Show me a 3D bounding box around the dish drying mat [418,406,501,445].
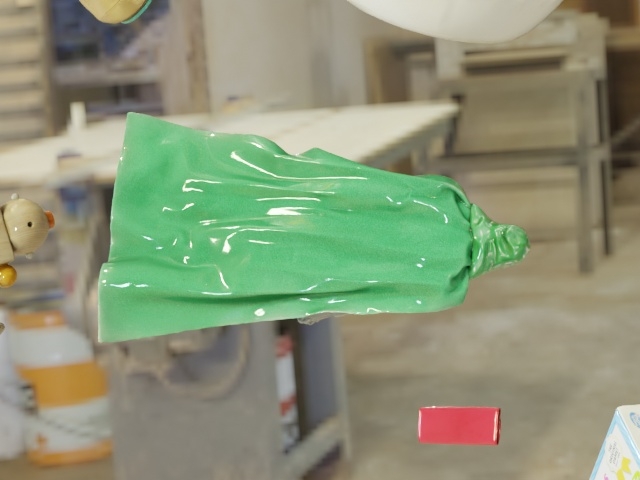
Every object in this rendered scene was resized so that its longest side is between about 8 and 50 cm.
[{"bbox_3d":[0.118,0.158,1.467,0.083,0.032,0.008,-4,-15,40],"label":"dish drying mat"}]

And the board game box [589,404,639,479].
[{"bbox_3d":[0.133,0.158,0.717,0.026,0.154,0.103,-3,43,-17],"label":"board game box"}]

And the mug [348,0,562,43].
[{"bbox_3d":[0.089,-0.354,1.346,0.374,0.328,0.276,30,30,29],"label":"mug"}]

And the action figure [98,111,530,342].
[{"bbox_3d":[0.000,0.000,0.960,0.232,0.137,0.063,3,-16,8],"label":"action figure"}]

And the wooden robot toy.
[{"bbox_3d":[-0.212,-0.012,1.098,0.079,0.173,0.076,-15,-1,-28],"label":"wooden robot toy"}]

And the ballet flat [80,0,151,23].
[{"bbox_3d":[-0.204,-0.253,1.502,0.073,0.080,0.232,38,2,-30],"label":"ballet flat"}]
